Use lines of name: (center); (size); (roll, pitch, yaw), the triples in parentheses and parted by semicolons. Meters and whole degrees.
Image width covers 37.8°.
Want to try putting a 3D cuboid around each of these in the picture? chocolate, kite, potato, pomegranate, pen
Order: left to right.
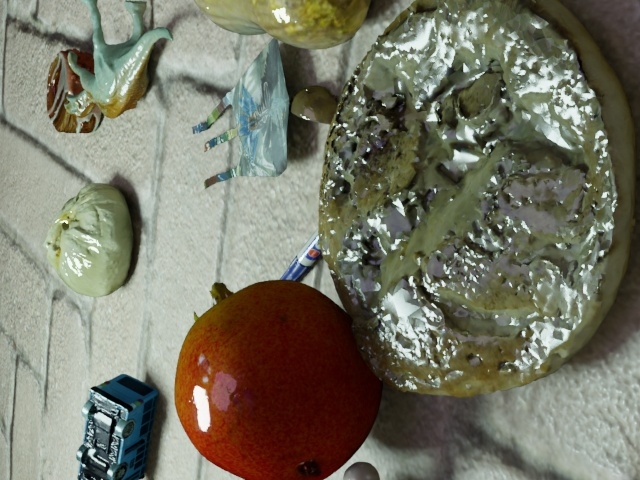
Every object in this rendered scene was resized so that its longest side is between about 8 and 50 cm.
kite: (-0.109, -0.134, 1.233); (0.310, 0.015, 0.169); (-29, 66, 60)
pomegranate: (-0.052, 0.139, 0.997); (0.256, 0.221, 0.220); (47, 129, 41)
chocolate: (-0.052, -0.288, 1.065); (0.309, 0.134, 0.134); (29, 116, 49)
potato: (-0.014, -0.161, 1.089); (0.093, 0.036, 0.037); (34, 122, 53)
pen: (0.000, 0.000, 1.086); (0.204, 0.025, 0.025); (-51, 50, 45)

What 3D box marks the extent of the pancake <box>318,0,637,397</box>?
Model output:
pancake: (0.123, -0.043, 0.841); (0.387, 0.082, 0.386); (-3, 86, 54)

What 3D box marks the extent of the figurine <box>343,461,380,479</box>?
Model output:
figurine: (0.050, 0.316, 0.937); (0.257, 0.145, 0.181); (14, 124, 54)

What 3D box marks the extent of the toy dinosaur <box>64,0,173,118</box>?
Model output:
toy dinosaur: (-0.316, -0.301, 1.503); (0.393, 0.092, 0.205); (5, 100, 45)

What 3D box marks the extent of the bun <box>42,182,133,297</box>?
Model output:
bun: (-0.412, 0.000, 1.628); (0.222, 0.128, 0.222); (5, 96, 60)

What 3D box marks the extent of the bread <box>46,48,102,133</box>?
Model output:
bread: (-0.453, -0.274, 1.729); (0.160, 0.073, 0.160); (-4, 85, 60)

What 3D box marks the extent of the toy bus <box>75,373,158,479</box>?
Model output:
toy bus: (-0.332, 0.323, 1.537); (0.090, 0.106, 0.184); (22, 113, 22)
